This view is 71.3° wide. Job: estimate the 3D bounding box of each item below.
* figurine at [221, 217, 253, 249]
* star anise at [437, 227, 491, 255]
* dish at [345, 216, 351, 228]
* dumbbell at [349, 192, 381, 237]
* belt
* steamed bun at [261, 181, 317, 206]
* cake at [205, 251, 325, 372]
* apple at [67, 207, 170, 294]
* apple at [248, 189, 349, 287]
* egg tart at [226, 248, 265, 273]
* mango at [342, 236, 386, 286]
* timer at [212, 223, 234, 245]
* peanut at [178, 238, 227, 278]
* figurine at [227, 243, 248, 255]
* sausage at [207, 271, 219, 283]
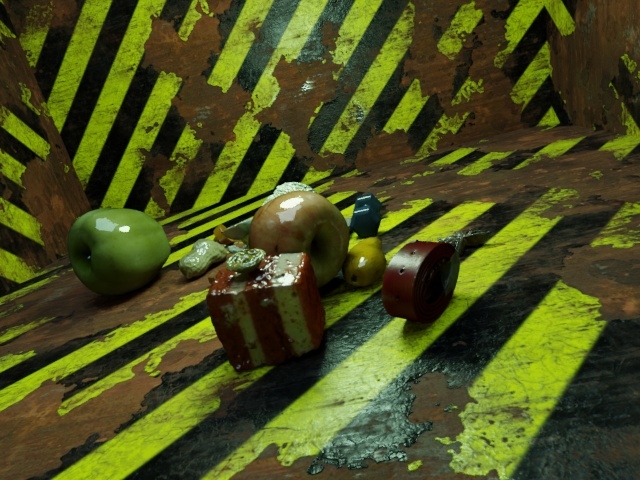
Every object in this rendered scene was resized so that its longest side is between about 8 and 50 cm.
[{"bbox_3d":[-0.302,0.072,1.929,0.206,0.316,0.284,-29,0,-3],"label":"figurine"},{"bbox_3d":[0.564,0.002,1.787,0.208,0.063,0.172,-25,17,-19],"label":"star anise"},{"bbox_3d":[0.052,-0.044,2.263,0.212,0.077,0.151,-9,21,15],"label":"dish"},{"bbox_3d":[0.234,-0.131,2.275,0.144,0.160,0.325,-41,10,19],"label":"dumbbell"},{"bbox_3d":[0.318,0.119,1.375,0.115,0.227,0.324,7,28,41],"label":"belt"},{"bbox_3d":[-0.110,-0.117,2.068,0.290,0.273,0.272,36,84,26],"label":"steamed bun"},{"bbox_3d":[-0.162,0.208,1.405,0.319,0.269,0.270,-14,18,5],"label":"cake"},{"bbox_3d":[-1.010,0.047,2.252,0.473,0.474,0.473,-13,19,5],"label":"apple"},{"bbox_3d":[-0.085,-0.004,1.688,0.391,0.391,0.346,-26,26,-30],"label":"apple"},{"bbox_3d":[-0.226,0.070,1.361,0.128,0.049,0.129,-13,23,6],"label":"egg tart"},{"bbox_3d":[0.174,0.087,1.744,0.177,0.120,0.295,-16,16,20],"label":"mango"},{"bbox_3d":[-0.602,0.000,2.605,0.152,0.132,0.132,-37,18,6],"label":"timer"},{"bbox_3d":[-0.609,0.081,2.286,0.143,0.159,0.291,-33,4,40],"label":"peanut"},{"bbox_3d":[-0.319,0.033,2.219,0.308,0.143,0.308,4,22,-2],"label":"figurine"},{"bbox_3d":[-0.441,0.178,2.020,0.169,0.065,0.065,6,28,44],"label":"sausage"}]
